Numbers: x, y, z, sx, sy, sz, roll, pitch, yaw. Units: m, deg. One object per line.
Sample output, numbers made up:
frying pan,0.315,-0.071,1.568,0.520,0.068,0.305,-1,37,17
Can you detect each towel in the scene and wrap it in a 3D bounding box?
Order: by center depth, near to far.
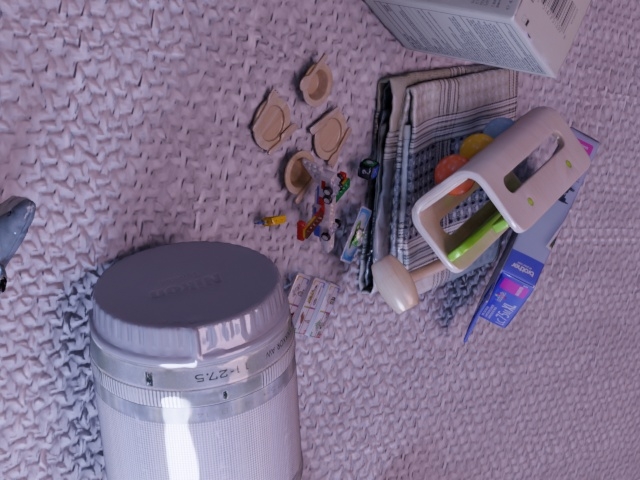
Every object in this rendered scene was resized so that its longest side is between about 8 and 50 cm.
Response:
towel,0.177,-0.087,1.917,0.324,0.056,0.312,-15,116,-48

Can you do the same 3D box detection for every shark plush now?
shark plush,-0.324,0.030,1.312,0.073,0.067,0.161,40,73,-52

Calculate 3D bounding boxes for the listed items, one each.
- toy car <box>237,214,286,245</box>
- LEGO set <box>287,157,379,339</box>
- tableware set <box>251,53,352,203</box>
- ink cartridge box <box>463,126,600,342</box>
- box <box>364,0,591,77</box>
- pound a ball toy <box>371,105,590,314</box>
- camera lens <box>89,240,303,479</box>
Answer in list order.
toy car,-0.086,0.018,1.634,0.122,0.040,0.060,-33,108,-37
LEGO set,0.000,0.000,1.733,0.244,0.060,0.182,-68,161,0
tableware set,-0.018,-0.135,1.674,0.141,0.020,0.169,-52,139,-25
ink cartridge box,0.309,0.004,2.027,0.311,0.065,0.186,-59,174,-23
box,0.192,-0.305,1.693,0.148,0.232,0.127,39,74,-52
pound a ball toy,0.198,-0.055,1.825,0.136,0.208,0.319,54,38,-1
camera lens,-0.133,0.165,1.488,0.219,0.219,0.274,-29,126,-42
